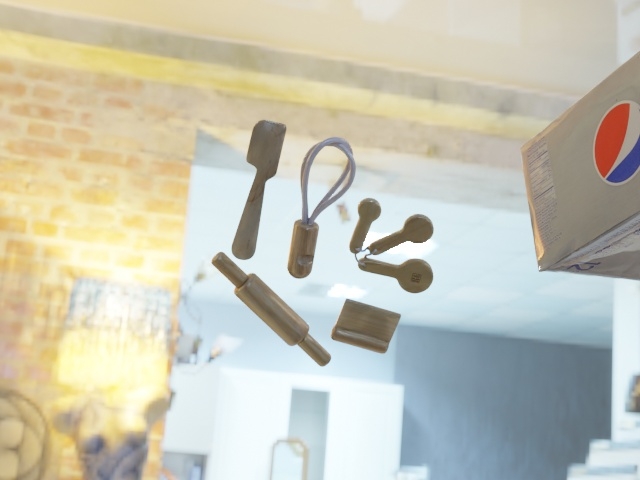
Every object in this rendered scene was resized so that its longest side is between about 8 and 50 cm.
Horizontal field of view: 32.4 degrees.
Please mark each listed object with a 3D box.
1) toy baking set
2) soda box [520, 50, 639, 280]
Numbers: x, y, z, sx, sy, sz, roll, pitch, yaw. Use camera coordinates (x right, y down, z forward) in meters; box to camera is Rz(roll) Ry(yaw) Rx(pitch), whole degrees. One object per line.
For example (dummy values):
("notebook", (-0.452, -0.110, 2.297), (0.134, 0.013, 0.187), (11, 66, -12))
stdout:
("toy baking set", (-0.004, 0.006, 1.084), (0.256, 0.197, 0.030), (41, 15, -15))
("soda box", (0.229, -0.069, 0.589), (0.098, 0.091, 0.286), (6, -25, -24))
